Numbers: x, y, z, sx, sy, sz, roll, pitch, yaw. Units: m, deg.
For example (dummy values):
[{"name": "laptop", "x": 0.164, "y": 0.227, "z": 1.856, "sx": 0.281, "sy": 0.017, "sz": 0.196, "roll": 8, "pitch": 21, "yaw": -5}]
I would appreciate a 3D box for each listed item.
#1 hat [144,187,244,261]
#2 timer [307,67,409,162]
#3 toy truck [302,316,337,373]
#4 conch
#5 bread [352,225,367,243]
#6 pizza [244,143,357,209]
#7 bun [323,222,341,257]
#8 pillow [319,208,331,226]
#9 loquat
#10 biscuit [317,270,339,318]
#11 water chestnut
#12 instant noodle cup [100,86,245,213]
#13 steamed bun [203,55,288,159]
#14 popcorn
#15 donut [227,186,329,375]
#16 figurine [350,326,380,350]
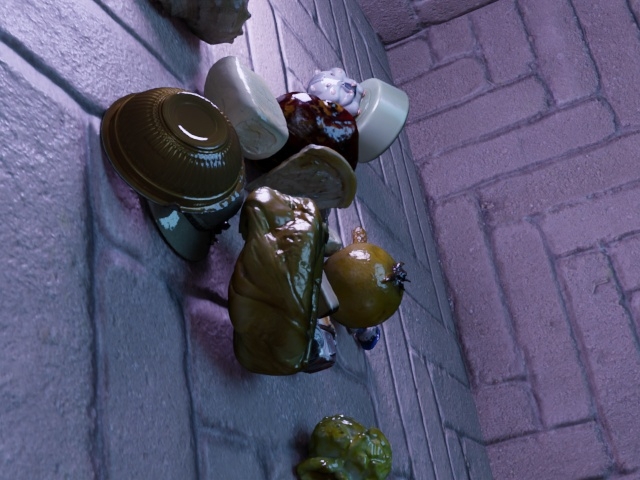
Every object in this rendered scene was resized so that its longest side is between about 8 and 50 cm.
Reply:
[{"name": "hat", "x": -0.217, "y": -0.098, "z": 1.504, "sx": 0.257, "sy": 0.130, "sz": 0.257, "roll": -18, "pitch": 90, "yaw": -73}, {"name": "timer", "x": 0.096, "y": -0.460, "z": 2.700, "sx": 0.315, "sy": 0.291, "sz": 0.290, "roll": 32, "pitch": 37, "yaw": -28}, {"name": "toy truck", "x": -0.045, "y": 0.161, "z": 1.797, "sx": 0.135, "sy": 0.114, "sz": 0.270, "roll": 27, "pitch": 44, "yaw": -59}, {"name": "conch", "x": -0.272, "y": -0.586, "z": 1.795, "sx": 0.263, "sy": 0.186, "sz": 0.324, "roll": 57, "pitch": 12, "yaw": 16}, {"name": "bread", "x": 0.128, "y": 0.017, "z": 2.576, "sx": 0.052, "sy": 0.044, "sz": 0.157, "roll": 54, "pitch": 24, "yaw": -37}, {"name": "pizza", "x": -0.046, "y": -0.133, "z": 1.864, "sx": 0.034, "sy": 0.262, "sz": 0.181, "roll": -104, "pitch": -177, "yaw": -56}, {"name": "bun", "x": 0.000, "y": 0.000, "z": 2.149, "sx": 0.115, "sy": 0.069, "sz": 0.115, "roll": 36, "pitch": 22, "yaw": -17}, {"name": "pillow", "x": -0.001, "y": -0.150, "z": 2.193, "sx": 0.255, "sy": 0.059, "sz": 0.169, "roll": 95, "pitch": -22, "yaw": -49}, {"name": "loquat", "x": 0.114, "y": 0.118, "z": 2.111, "sx": 0.244, "sy": 0.244, "sz": 0.243, "roll": -19, "pitch": 90, "yaw": -73}, {"name": "biscuit", "x": -0.020, "y": 0.076, "z": 1.726, "sx": 0.052, "sy": 0.056, "sz": 0.187, "roll": -14, "pitch": 73, "yaw": -51}, {"name": "water chestnut", "x": -0.046, "y": -0.228, "z": 1.966, "sx": 0.289, "sy": 0.289, "sz": 0.244, "roll": 30, "pitch": 54, "yaw": -65}, {"name": "instant noodle cup", "x": -0.232, "y": -0.179, "z": 1.381, "sx": 0.274, "sy": 0.091, "sz": 0.273, "roll": 20, "pitch": 48, "yaw": -24}, {"name": "steamed bun", "x": -0.184, "y": -0.287, "z": 1.792, "sx": 0.170, "sy": 0.153, "sz": 0.238, "roll": 37, "pitch": 22, "yaw": -50}, {"name": "popcorn", "x": 0.044, "y": 0.463, "z": 1.682, "sx": 0.213, "sy": 0.198, "sz": 0.197, "roll": -27, "pitch": 99, "yaw": -46}, {"name": "donut", "x": -0.080, "y": 0.078, "z": 1.535, "sx": 0.360, "sy": 0.170, "sz": 0.360, "roll": 5, "pitch": 90, "yaw": -86}, {"name": "figurine", "x": 0.115, "y": 0.250, "z": 2.283, "sx": 0.136, "sy": 0.077, "sz": 0.079, "roll": 47, "pitch": -9, "yaw": -22}]
